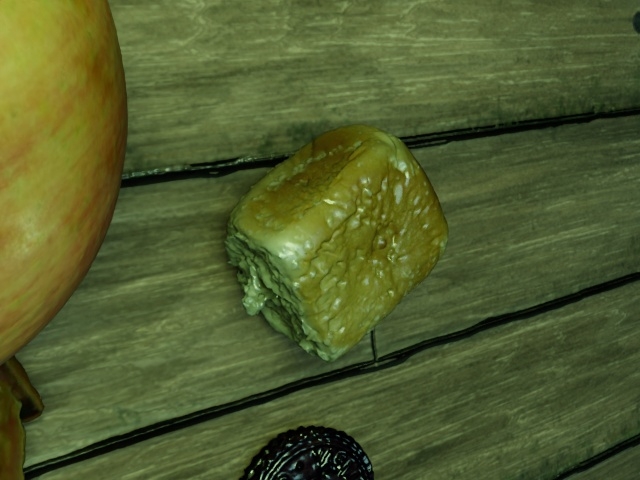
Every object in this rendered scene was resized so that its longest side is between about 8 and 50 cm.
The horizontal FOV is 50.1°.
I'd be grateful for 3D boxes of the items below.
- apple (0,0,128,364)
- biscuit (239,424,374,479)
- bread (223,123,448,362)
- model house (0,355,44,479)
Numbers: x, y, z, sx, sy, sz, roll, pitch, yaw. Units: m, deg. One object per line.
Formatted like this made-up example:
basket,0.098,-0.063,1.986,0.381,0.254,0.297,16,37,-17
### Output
apple,-0.323,-0.093,0.464,0.391,0.392,0.346,49,44,-23
biscuit,-0.017,0.324,0.848,0.195,0.053,0.194,-1,93,-29
bread,0.000,0.000,0.770,0.246,0.176,0.195,-42,124,-24
model house,-0.378,0.167,0.582,0.219,0.200,0.229,47,37,-65
